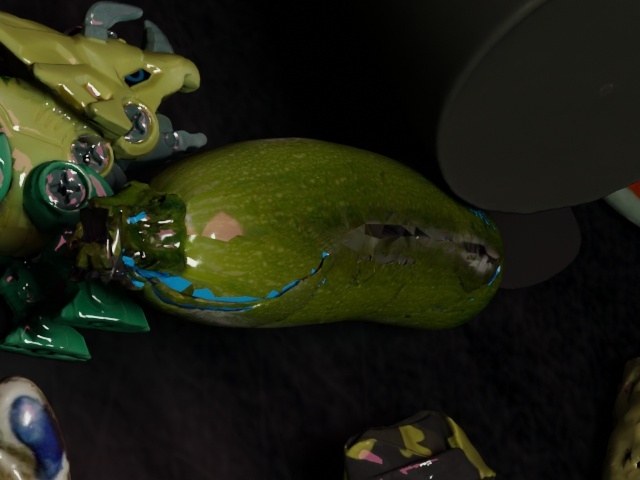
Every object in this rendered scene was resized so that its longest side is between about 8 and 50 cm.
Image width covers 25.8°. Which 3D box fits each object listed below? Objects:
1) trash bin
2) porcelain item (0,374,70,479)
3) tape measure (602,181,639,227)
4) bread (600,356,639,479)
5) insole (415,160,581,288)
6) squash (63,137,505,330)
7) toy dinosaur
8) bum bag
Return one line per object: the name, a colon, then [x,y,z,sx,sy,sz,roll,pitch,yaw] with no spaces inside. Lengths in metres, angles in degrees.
trash bin: [0.072,-0.190,0.723,0.214,0.214,0.334,6,47,-37]
porcelain item: [-0.139,0.168,0.460,0.186,0.138,0.288,-30,89,-33]
tape measure: [0.256,-0.102,0.843,0.246,0.243,0.125,44,50,-24]
bread: [0.228,0.253,0.766,0.248,0.279,0.315,38,93,-18]
insole: [0.062,-0.008,0.790,0.253,0.005,0.086,-5,73,-41]
squash: [-0.001,0.000,0.618,0.331,0.087,0.087,3,67,-59]
toy dinosaur: [-0.160,-0.034,0.566,0.259,0.094,0.153,4,71,-33]
bum bag: [0.032,0.182,0.638,0.106,0.060,0.233,33,54,-34]
